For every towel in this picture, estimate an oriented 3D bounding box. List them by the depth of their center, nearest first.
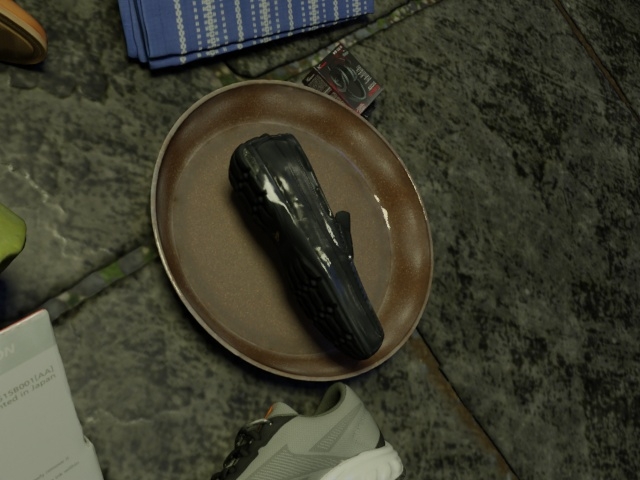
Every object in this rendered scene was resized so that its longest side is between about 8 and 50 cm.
[{"bbox_3d":[-0.071,-0.331,0.693,0.336,0.040,0.243,-26,122,-37],"label":"towel"}]

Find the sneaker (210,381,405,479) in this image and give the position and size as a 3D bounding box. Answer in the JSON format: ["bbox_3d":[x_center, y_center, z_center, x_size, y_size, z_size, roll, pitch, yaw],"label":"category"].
[{"bbox_3d":[-0.054,0.201,0.537,0.271,0.100,0.108,-16,76,-41],"label":"sneaker"}]

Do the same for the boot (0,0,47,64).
[{"bbox_3d":[-0.303,-0.256,0.576,0.197,0.073,0.152,32,54,-21],"label":"boot"}]

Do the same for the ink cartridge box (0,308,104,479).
[{"bbox_3d":[-0.253,0.176,0.347,0.060,0.239,0.275,29,45,34],"label":"ink cartridge box"}]

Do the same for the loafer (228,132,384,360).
[{"bbox_3d":[0.000,0.000,0.597,0.078,0.076,0.223,-27,82,-28],"label":"loafer"}]

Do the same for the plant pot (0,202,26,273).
[{"bbox_3d":[-0.326,0.001,0.364,0.254,0.276,0.276,37,56,-29],"label":"plant pot"}]

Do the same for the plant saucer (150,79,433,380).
[{"bbox_3d":[-0.023,-0.013,0.665,0.310,0.050,0.311,12,67,-28],"label":"plant saucer"}]

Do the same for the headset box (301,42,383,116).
[{"bbox_3d":[0.030,-0.178,0.771,0.083,0.032,0.062,45,55,-7],"label":"headset box"}]
